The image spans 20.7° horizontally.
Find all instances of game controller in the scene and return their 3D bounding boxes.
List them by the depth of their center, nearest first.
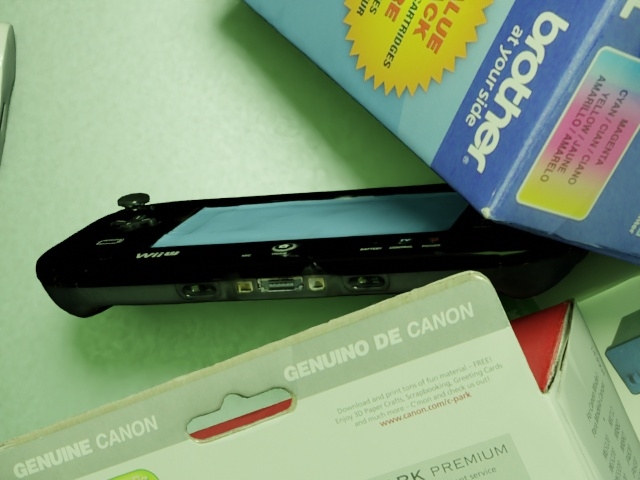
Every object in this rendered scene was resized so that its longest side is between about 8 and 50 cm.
[{"bbox_3d":[0.000,0.000,1.014,0.319,0.166,0.067,-4,95,17],"label":"game controller"}]

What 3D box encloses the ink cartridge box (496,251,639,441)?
[{"bbox_3d":[0.202,0.076,1.029,0.212,0.093,0.154,-23,102,0],"label":"ink cartridge box"}]

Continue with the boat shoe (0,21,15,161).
[{"bbox_3d":[-0.220,-0.093,1.131,0.035,0.035,0.100,8,91,3],"label":"boat shoe"}]

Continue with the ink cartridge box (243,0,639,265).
[{"bbox_3d":[0.120,-0.171,0.896,0.395,0.151,0.270,44,113,44],"label":"ink cartridge box"}]

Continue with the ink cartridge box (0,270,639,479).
[{"bbox_3d":[0.018,0.159,0.952,0.309,0.130,0.272,-21,104,20],"label":"ink cartridge box"}]
